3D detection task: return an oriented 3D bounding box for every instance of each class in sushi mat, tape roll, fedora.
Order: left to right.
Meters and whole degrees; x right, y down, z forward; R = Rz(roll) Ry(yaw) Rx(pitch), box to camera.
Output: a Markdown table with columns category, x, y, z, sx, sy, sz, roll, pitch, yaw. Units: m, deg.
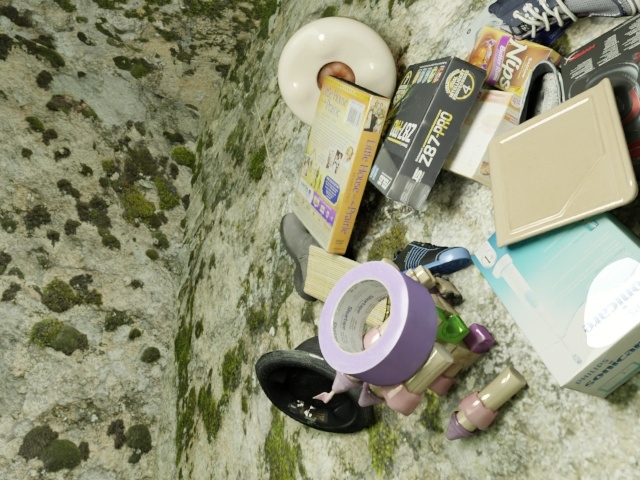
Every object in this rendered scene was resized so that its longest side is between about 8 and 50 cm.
| category | x | y | z | sx | sy | sz | roll | pitch | yaw |
| --- | --- | --- | --- | --- | --- | --- | --- | --- | --- |
| fedora | 0.002 | 0.334 | 1.308 | 0.334 | 0.334 | 0.152 | -34 | 16 | 47 |
| sushi mat | 0.065 | 0.120 | 1.395 | 0.316 | 0.019 | 0.151 | 20 | 109 | 47 |
| tape roll | 0.090 | 0.134 | 0.856 | 0.189 | 0.080 | 0.189 | -29 | 46 | 35 |

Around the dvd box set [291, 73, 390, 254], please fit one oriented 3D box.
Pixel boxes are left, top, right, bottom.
| category | x | y | z | sx | sy | sz | roll | pitch | yaw |
| --- | --- | --- | --- | --- | --- | --- | --- | --- | --- |
| dvd box set | 0.039 | -0.216 | 1.434 | 0.307 | 0.062 | 0.420 | 48 | 128 | 56 |

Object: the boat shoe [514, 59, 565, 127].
| category | x | y | z | sx | sy | sz | roll | pitch | yaw |
| --- | --- | --- | --- | --- | --- | --- | --- | --- | --- |
| boat shoe | 0.410 | -0.182 | 0.976 | 0.108 | 0.102 | 0.301 | 9 | 89 | 38 |

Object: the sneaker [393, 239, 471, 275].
| category | x | y | z | sx | sy | sz | roll | pitch | yaw |
| --- | --- | --- | --- | --- | --- | --- | --- | --- | --- |
| sneaker | 0.243 | 0.036 | 1.195 | 0.232 | 0.081 | 0.090 | -27 | 59 | 52 |

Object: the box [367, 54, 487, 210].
| category | x | y | z | sx | sy | sz | roll | pitch | yaw |
| --- | --- | --- | --- | --- | --- | --- | --- | --- | --- |
| box | 0.225 | -0.267 | 1.266 | 0.395 | 0.097 | 0.318 | -104 | 36 | -73 |

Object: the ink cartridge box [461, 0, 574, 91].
| category | x | y | z | sx | sy | sz | roll | pitch | yaw |
| --- | --- | --- | --- | --- | --- | --- | --- | --- | --- |
| ink cartridge box | 0.439 | -0.488 | 1.197 | 0.223 | 0.045 | 0.224 | -45 | 39 | 37 |

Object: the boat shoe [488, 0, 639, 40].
| category | x | y | z | sx | sy | sz | roll | pitch | yaw |
| --- | --- | --- | --- | --- | --- | --- | --- | --- | --- |
| boat shoe | 0.443 | -0.433 | 0.976 | 0.158 | 0.127 | 0.340 | -44 | 25 | 17 |

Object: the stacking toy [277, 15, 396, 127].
| category | x | y | z | sx | sy | sz | roll | pitch | yaw |
| --- | --- | --- | --- | --- | --- | --- | --- | --- | --- |
| stacking toy | 0.067 | -0.597 | 1.696 | 0.350 | 0.350 | 0.480 | -48 | 20 | 35 |

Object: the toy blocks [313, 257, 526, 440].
| category | x | y | z | sx | sy | sz | roll | pitch | yaw |
| --- | --- | --- | --- | --- | --- | --- | --- | --- | --- |
| toy blocks | 0.162 | 0.229 | 1.012 | 0.260 | 0.288 | 0.309 | -52 | 38 | 21 |

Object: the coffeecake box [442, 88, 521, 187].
| category | x | y | z | sx | sy | sz | roll | pitch | yaw |
| --- | --- | --- | --- | --- | --- | --- | --- | --- | --- |
| coffeecake box | 0.343 | -0.224 | 1.125 | 0.185 | 0.068 | 0.142 | -65 | 29 | 10 |

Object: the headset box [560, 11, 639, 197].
| category | x | y | z | sx | sy | sz | roll | pitch | yaw |
| --- | --- | --- | --- | --- | --- | --- | --- | --- | --- |
| headset box | 0.523 | -0.210 | 0.839 | 0.218 | 0.110 | 0.293 | -27 | 52 | 51 |

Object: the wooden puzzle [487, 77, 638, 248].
| category | x | y | z | sx | sy | sz | roll | pitch | yaw |
| --- | --- | --- | --- | --- | --- | --- | --- | --- | --- |
| wooden puzzle | 0.381 | -0.117 | 0.856 | 0.238 | 0.044 | 0.221 | -30 | 47 | 47 |

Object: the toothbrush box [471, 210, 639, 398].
| category | x | y | z | sx | sy | sz | roll | pitch | yaw |
| --- | --- | --- | --- | --- | --- | --- | --- | --- | --- |
| toothbrush box | 0.415 | 0.064 | 0.847 | 0.216 | 0.126 | 0.295 | -53 | 34 | 25 |

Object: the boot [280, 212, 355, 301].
| category | x | y | z | sx | sy | sz | roll | pitch | yaw |
| --- | --- | --- | --- | --- | --- | --- | --- | --- | --- |
| boot | 0.000 | 0.000 | 1.610 | 0.223 | 0.118 | 0.338 | -46 | 50 | 33 |

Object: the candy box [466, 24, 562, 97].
| category | x | y | z | sx | sy | sz | roll | pitch | yaw |
| --- | --- | --- | --- | --- | --- | --- | --- | --- | --- |
| candy box | 0.407 | -0.381 | 1.134 | 0.186 | 0.053 | 0.109 | 44 | 117 | 40 |
